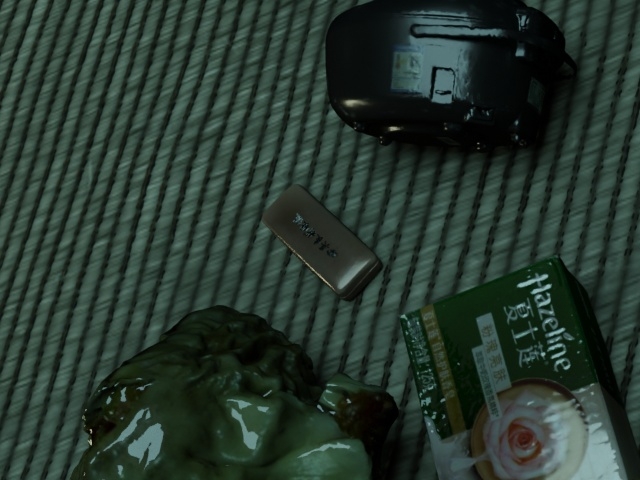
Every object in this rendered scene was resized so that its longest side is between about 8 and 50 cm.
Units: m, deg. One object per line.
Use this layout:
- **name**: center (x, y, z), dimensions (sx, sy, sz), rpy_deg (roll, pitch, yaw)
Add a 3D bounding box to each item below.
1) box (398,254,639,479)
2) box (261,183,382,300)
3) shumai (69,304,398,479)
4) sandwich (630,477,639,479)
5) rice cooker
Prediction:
- **box**: center (0.150, 0.127, 1.308), dimensions (0.135, 0.081, 0.199), rpy_deg (-23, 61, 16)
- **box**: center (0.000, 0.000, 1.477), dimensions (0.048, 0.025, 0.115), rpy_deg (-47, 55, 3)
- **shumai**: center (-0.058, 0.166, 1.340), dimensions (0.218, 0.256, 0.189), rpy_deg (18, 113, 13)
- **sandwich**: center (0.290, 0.210, 1.168), dimensions (0.186, 0.108, 0.220), rpy_deg (11, 74, 25)
- **rice cooker**: center (0.100, -0.136, 1.420), dimensions (0.203, 0.142, 0.118), rpy_deg (3, 81, 29)
